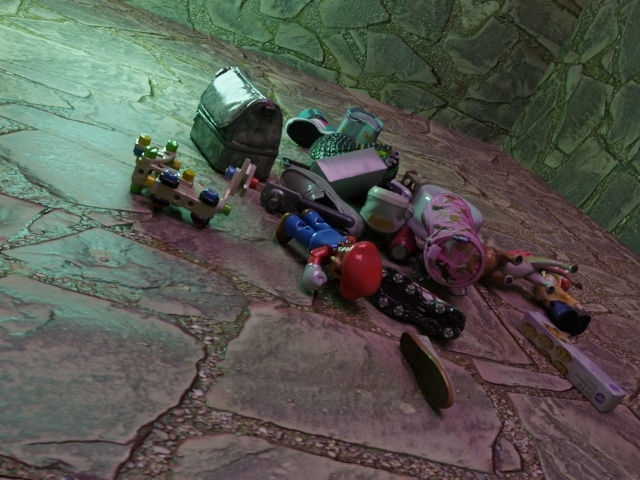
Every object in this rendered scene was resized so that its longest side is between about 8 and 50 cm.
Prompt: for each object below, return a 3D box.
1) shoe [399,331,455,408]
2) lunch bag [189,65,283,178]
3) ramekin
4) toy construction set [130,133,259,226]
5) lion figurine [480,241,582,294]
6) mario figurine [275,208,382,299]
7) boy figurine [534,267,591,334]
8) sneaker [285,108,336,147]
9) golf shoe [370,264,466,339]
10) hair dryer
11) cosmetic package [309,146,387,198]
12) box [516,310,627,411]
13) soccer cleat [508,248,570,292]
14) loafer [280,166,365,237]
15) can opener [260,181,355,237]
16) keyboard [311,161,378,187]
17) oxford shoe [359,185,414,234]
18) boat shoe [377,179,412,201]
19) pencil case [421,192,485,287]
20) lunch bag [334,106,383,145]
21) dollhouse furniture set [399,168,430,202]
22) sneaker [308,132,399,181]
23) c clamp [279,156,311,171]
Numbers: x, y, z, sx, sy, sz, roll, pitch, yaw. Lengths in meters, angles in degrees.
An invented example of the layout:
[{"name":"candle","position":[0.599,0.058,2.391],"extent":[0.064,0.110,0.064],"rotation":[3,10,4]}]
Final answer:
[{"name":"shoe","position":[0.235,0.266,1.241],"extent":[0.058,0.076,0.219],"rotation":[10,26,-22]},{"name":"lunch bag","position":[-0.250,-0.371,1.824],"extent":[0.213,0.256,0.305],"rotation":[8,30,-37]},{"name":"ramekin","position":[0.437,-0.082,2.085],"extent":[0.277,0.135,0.277],"rotation":[22,24,-10]},{"name":"toy construction set","position":[-0.320,-0.148,1.456],"extent":[0.328,0.151,0.215],"rotation":[12,25,-5]},{"name":"lion figurine","position":[0.623,0.083,1.906],"extent":[0.392,0.142,0.240],"rotation":[18,3,-20]},{"name":"mario figurine","position":[0.021,0.052,1.454],"extent":[0.320,0.198,0.170],"rotation":[39,-16,42]},{"name":"boy figurine","position":[0.786,0.193,1.937],"extent":[0.177,0.092,0.285],"rotation":[20,27,-8]},{"name":"sneaker","position":[-0.055,-0.462,2.368],"extent":[0.295,0.124,0.178],"rotation":[12,32,-47]},{"name":"golf shoe","position":[0.229,0.156,1.467],"extent":[0.273,0.105,0.120],"rotation":[33,4,10]},{"name":"hair dryer","position":[0.295,0.056,1.766],"extent":[0.224,0.080,0.293],"rotation":[23,29,-37]},{"name":"cosmetic package","position":[0.082,-0.207,1.887],"extent":[0.238,0.127,0.107],"rotation":[-19,65,-34]},{"name":"box","position":[0.666,0.317,1.590],"extent":[0.063,0.067,0.324],"rotation":[7,31,-35]},{"name":"soccer cleat","position":[0.779,0.114,2.127],"extent":[0.083,0.095,0.248],"rotation":[-37,44,-28]},{"name":"loafer","position":[-0.007,-0.116,1.731],"extent":[0.319,0.112,0.111],"rotation":[38,18,24]},{"name":"can opener","position":[-0.037,-0.085,1.652],"extent":[0.283,0.076,0.095],"rotation":[23,14,11]},{"name":"keyboard","position":[0.117,-0.210,2.078],"extent":[0.317,0.033,0.201],"rotation":[23,2,-6]},{"name":"oxford shoe","position":[0.203,-0.085,1.854],"extent":[0.169,0.130,0.449],"rotation":[20,4,8]},{"name":"boat shoe","position":[0.236,-0.189,2.186],"extent":[0.076,0.080,0.228],"rotation":[-25,45,-26]},{"name":"pencil case","position":[0.377,-0.011,1.717],"extent":[0.160,0.167,0.386],"rotation":[-11,20,13]},{"name":"lunch bag","position":[0.128,-0.389,2.287],"extent":[0.160,0.223,0.262],"rotation":[33,22,0]},{"name":"dollhouse furniture set","position":[0.425,-0.185,2.323],"extent":[0.161,0.101,0.182],"rotation":[10,29,-34]},{"name":"sneaker","position":[0.114,-0.279,2.116],"extent":[0.344,0.146,0.134],"rotation":[18,62,20]},{"name":"c clamp","position":[-0.076,-0.252,2.056],"extent":[0.161,0.022,0.137],"rotation":[15,20,-25]}]
